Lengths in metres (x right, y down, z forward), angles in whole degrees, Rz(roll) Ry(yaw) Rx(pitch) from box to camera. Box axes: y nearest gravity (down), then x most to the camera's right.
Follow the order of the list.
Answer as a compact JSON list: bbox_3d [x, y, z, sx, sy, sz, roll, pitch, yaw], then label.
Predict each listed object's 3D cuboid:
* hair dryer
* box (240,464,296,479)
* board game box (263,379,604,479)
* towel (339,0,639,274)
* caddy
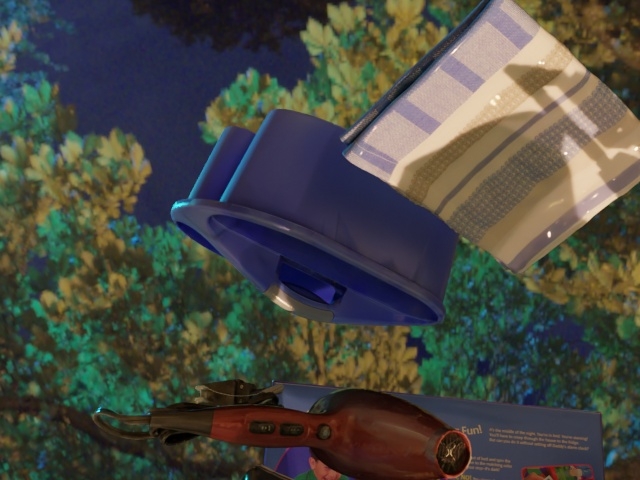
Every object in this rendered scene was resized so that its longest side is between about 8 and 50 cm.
[{"bbox_3d":[-0.018,0.170,0.713,0.293,0.080,0.223,-1,178,19],"label":"hair dryer"},{"bbox_3d":[-0.019,0.398,0.509,0.212,0.293,0.395,28,-162,-19],"label":"box"},{"bbox_3d":[0.110,0.281,0.867,0.347,0.078,0.233,6,-116,2],"label":"board game box"},{"bbox_3d":[0.182,-0.085,0.816,0.209,0.285,0.034,-42,-142,23],"label":"towel"},{"bbox_3d":[0.000,0.000,0.967,0.241,0.341,0.179,-4,-118,59],"label":"caddy"}]
